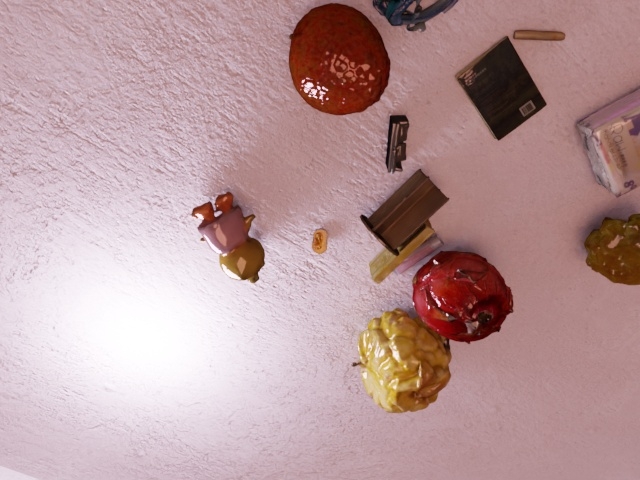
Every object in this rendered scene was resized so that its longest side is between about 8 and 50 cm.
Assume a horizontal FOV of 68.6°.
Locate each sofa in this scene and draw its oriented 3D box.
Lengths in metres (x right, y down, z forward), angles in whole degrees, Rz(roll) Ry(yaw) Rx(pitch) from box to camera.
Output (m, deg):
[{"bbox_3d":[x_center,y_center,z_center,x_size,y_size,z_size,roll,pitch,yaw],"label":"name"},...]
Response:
[{"bbox_3d":[0.219,-0.268,1.310,0.060,0.085,0.147,3,120,1],"label":"sofa"}]

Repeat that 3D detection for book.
[{"bbox_3d":[0.490,-0.405,1.268,0.160,0.024,0.228,-36,114,18],"label":"book"}]

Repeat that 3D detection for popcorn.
[{"bbox_3d":[0.304,0.401,1.599,0.381,0.349,0.349,-9,124,-26],"label":"popcorn"}]

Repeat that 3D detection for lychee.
[{"bbox_3d":[0.031,-0.433,1.134,0.299,0.255,0.255,19,125,28],"label":"lychee"}]

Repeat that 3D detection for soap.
[{"bbox_3d":[0.250,0.025,1.475,0.037,0.092,0.252,32,115,-22],"label":"soap"}]

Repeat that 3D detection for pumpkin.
[{"bbox_3d":[-0.001,-0.001,1.494,0.050,0.028,0.083,7,111,-3],"label":"pumpkin"}]

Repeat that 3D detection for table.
[{"bbox_3d":[0.253,-0.090,1.383,0.167,0.167,0.226,41,104,-21],"label":"table"}]

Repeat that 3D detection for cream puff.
[{"bbox_3d":[0.931,0.022,1.418,0.244,0.196,0.244,4,104,17],"label":"cream puff"}]

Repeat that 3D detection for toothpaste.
[{"bbox_3d":[0.309,0.048,1.522,0.194,0.043,0.067,-35,117,25],"label":"toothpaste"}]

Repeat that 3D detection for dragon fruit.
[{"bbox_3d":[0.440,0.171,1.465,0.295,0.301,0.296,-3,104,-13],"label":"dragon fruit"}]

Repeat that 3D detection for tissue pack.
[{"bbox_3d":[0.910,-0.299,1.276,0.343,0.125,0.242,-29,117,18],"label":"tissue pack"}]

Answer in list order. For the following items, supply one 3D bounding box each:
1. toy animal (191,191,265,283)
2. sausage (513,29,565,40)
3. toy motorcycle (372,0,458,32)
[{"bbox_3d":[-0.260,0.008,1.416,0.195,0.169,0.281,-22,117,15],"label":"toy animal"},{"bbox_3d":[0.562,-0.524,1.200,0.132,0.024,0.024,1,120,0],"label":"sausage"},{"bbox_3d":[0.245,-0.615,1.086,0.260,0.154,0.206,-36,138,14],"label":"toy motorcycle"}]
